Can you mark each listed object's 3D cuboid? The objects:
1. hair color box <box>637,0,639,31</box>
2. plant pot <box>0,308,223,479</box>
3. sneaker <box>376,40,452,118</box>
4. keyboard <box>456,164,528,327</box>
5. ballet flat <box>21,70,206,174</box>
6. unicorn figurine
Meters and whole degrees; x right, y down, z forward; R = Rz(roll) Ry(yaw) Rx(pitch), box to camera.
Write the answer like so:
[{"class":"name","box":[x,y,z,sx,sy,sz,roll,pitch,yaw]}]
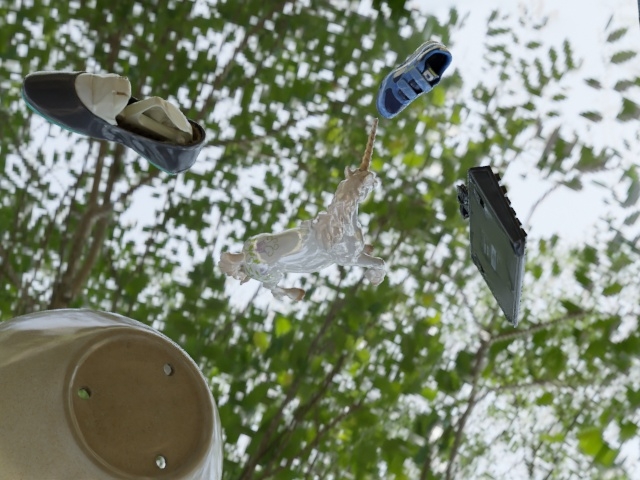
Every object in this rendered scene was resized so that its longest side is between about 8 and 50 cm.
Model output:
[{"class":"hair color box","box":[0.289,-0.079,0.380,0.174,0.105,0.347,-11,-170,-14]},{"class":"plant pot","box":[-0.191,0.168,0.851,0.284,0.191,0.284,22,-131,-28]},{"class":"sneaker","box":[0.140,-0.241,1.545,0.053,0.144,0.059,43,177,-29]},{"class":"keyboard","box":[0.142,-0.003,0.848,0.023,0.180,0.108,-26,-115,-4]},{"class":"ballet flat","box":[-0.196,-0.129,1.033,0.203,0.074,0.074,26,-153,-40]},{"class":"unicorn figurine","box":[0.000,0.000,0.731,0.111,0.162,0.060,41,-157,-59]}]
